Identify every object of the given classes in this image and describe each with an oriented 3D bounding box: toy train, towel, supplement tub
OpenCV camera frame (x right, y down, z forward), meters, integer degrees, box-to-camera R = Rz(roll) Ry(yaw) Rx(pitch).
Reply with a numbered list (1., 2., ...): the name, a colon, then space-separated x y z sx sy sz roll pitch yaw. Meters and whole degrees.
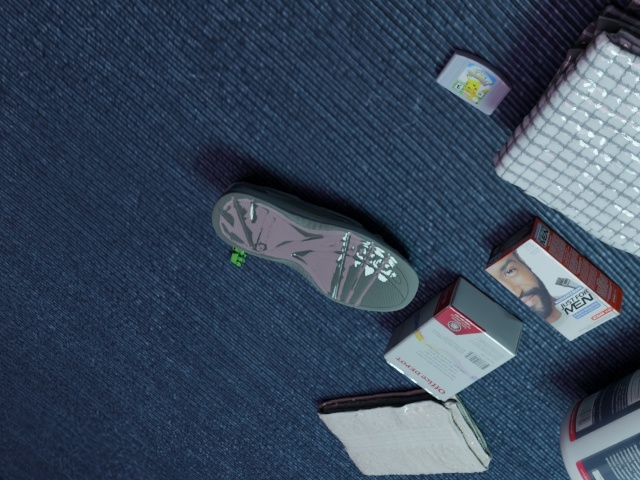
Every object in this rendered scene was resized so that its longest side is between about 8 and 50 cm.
1. toy train: -0.128 0.009 1.384 0.023 0.017 0.083 32 136 11
2. towel: 0.149 0.348 1.528 0.282 0.049 0.187 -14 121 34
3. supplement tub: 0.489 0.265 1.193 0.191 0.191 0.272 37 135 -9
4. towel: 0.371 -0.109 0.977 0.283 0.121 0.235 28 137 -2

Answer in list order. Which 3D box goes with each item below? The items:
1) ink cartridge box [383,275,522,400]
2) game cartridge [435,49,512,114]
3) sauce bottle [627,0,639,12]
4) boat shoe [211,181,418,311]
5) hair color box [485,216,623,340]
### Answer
1. ink cartridge box: 0.200 0.153 1.314 0.127 0.072 0.175 37 134 -9
2. game cartridge: 0.190 -0.196 1.055 0.083 0.017 0.056 31 131 -3
3. sauce bottle: 0.390 -0.233 0.909 0.128 0.042 0.042 22 135 6
4. boat shoe: -0.002 0.002 1.273 0.320 0.103 0.118 22 116 -2
5. hair color box: 0.322 0.055 1.186 0.167 0.053 0.093 39 135 -9
